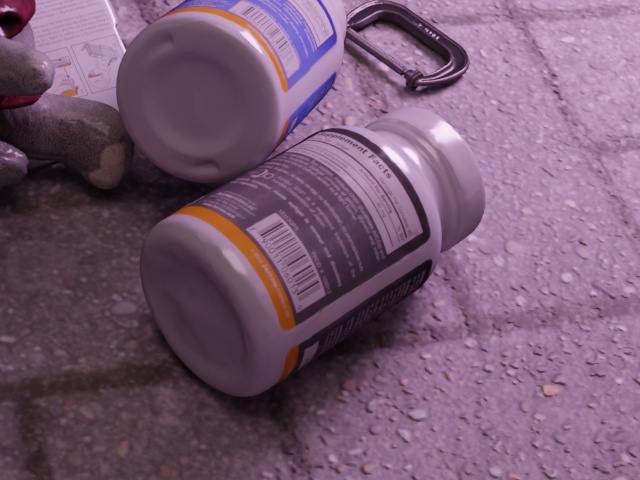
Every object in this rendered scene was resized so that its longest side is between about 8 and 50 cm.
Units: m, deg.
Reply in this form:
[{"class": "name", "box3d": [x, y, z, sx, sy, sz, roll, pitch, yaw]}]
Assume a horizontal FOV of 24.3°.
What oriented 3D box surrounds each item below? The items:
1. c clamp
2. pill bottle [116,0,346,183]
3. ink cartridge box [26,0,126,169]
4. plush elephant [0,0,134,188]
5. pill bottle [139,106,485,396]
[{"class": "c clamp", "box3d": [0.069, -0.201, 1.542, 0.161, 0.022, 0.137, 34, 45, 19]}, {"class": "pill bottle", "box3d": [-0.067, -0.167, 1.361, 0.152, 0.152, 0.272, 23, 28, 7]}, {"class": "ink cartridge box", "box3d": [-0.318, -0.165, 1.396, 0.275, 0.060, 0.239, -20, 81, -28]}, {"class": "plush elephant", "box3d": [-0.308, -0.154, 1.195, 0.330, 0.271, 0.255, 2, 17, -10]}, {"class": "pill bottle", "box3d": [0.000, 0.000, 1.250, 0.278, 0.162, 0.162, -31, 62, -34]}]
